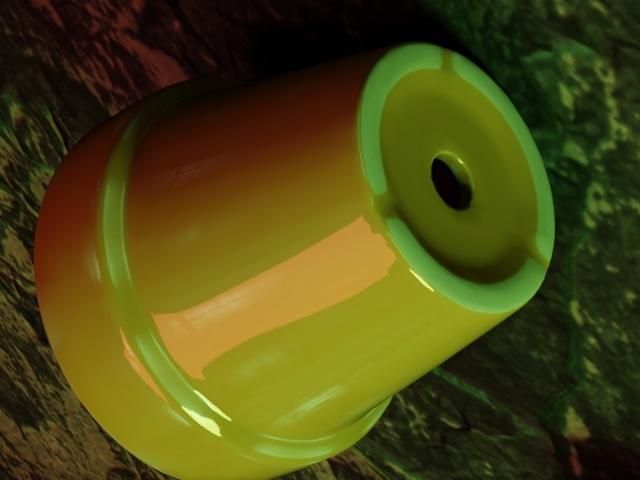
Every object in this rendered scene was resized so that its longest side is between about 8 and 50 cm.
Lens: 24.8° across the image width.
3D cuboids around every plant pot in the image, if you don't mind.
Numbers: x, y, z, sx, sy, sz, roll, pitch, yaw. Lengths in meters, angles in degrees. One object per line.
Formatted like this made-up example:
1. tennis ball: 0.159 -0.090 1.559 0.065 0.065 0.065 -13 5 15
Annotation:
1. plant pot: 0.000 0.000 0.697 0.188 0.205 0.205 -24 107 43
